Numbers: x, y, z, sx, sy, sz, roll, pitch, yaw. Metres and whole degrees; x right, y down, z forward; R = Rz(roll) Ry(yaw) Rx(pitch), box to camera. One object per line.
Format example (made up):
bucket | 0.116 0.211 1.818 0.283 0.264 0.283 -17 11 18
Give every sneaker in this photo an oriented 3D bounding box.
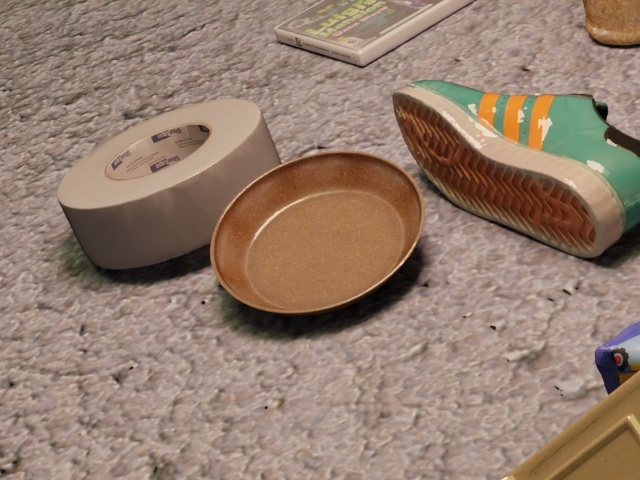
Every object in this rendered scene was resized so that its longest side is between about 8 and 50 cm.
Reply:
sneaker | 0.191 -0.083 1.520 0.121 0.108 0.302 -31 40 -23

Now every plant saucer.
plant saucer | 0.000 0.000 1.514 0.198 0.036 0.198 -10 45 10

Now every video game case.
video game case | 0.067 -0.270 1.982 0.190 0.022 0.173 -33 32 -24

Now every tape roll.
tape roll | -0.148 -0.059 1.669 0.219 0.072 0.219 -19 24 9

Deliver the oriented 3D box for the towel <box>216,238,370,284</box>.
towel | -0.021 -0.007 1.584 0.152 0.023 0.113 -10 31 13

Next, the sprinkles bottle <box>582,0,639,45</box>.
sprinkles bottle | 0.290 -0.377 1.696 0.121 0.355 0.121 -14 30 8

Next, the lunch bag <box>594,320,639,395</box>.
lunch bag | 0.361 0.076 1.145 0.221 0.138 0.293 5 27 39

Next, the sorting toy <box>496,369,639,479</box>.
sorting toy | 0.253 0.202 0.963 0.229 0.041 0.307 -39 54 14
